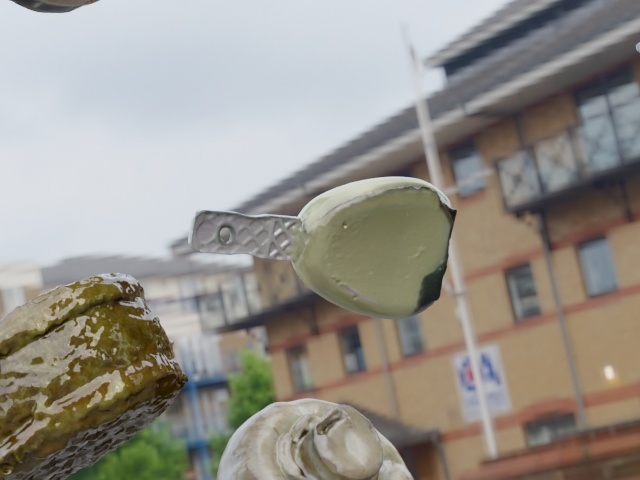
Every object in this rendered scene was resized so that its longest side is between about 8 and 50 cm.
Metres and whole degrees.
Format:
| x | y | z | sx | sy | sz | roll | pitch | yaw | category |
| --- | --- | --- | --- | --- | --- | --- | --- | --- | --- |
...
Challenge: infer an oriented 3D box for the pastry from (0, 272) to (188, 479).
| x | y | z | sx | sy | sz | roll | pitch | yaw | category |
| --- | --- | --- | --- | --- | --- | --- | --- | --- | --- |
| -0.192 | 0.109 | 1.147 | 0.188 | 0.103 | 0.189 | -32 | -11 | -7 | pastry |

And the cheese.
| x | y | z | sx | sy | sz | roll | pitch | yaw | category |
| --- | --- | --- | --- | --- | --- | --- | --- | --- | --- |
| 0.000 | 0.000 | 1.372 | 0.251 | 0.127 | 0.054 | 6 | 7 | -32 | cheese |

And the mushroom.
| x | y | z | sx | sy | sz | roll | pitch | yaw | category |
| --- | --- | --- | --- | --- | --- | --- | --- | --- | --- |
| -0.001 | 0.199 | 1.271 | 0.166 | 0.166 | 0.127 | -6 | -39 | -27 | mushroom |

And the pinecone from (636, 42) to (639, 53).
| x | y | z | sx | sy | sz | roll | pitch | yaw | category |
| --- | --- | --- | --- | --- | --- | --- | --- | --- | --- |
| 0.406 | -0.169 | 1.332 | 0.292 | 0.246 | 0.246 | -52 | -27 | 20 | pinecone |

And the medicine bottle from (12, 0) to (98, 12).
| x | y | z | sx | sy | sz | roll | pitch | yaw | category |
| --- | --- | --- | --- | --- | --- | --- | --- | --- | --- |
| -0.189 | -0.394 | 1.534 | 0.242 | 0.243 | 0.395 | -2 | -18 | -42 | medicine bottle |
